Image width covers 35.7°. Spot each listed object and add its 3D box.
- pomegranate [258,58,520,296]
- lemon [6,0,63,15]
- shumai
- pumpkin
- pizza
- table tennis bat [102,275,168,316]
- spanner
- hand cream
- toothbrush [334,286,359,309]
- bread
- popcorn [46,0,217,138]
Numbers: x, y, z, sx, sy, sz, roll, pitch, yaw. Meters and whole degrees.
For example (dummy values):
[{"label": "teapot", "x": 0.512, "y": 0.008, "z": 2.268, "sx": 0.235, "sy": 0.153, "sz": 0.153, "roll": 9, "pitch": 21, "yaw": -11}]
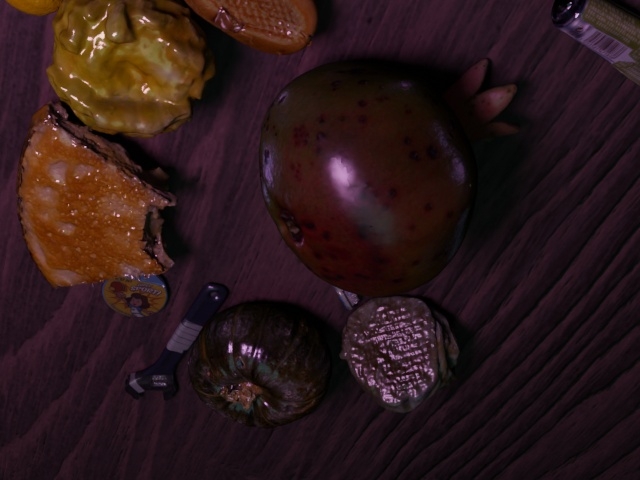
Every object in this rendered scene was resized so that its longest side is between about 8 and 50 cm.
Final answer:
[{"label": "pomegranate", "x": 0.072, "y": -0.105, "z": 1.216, "sx": 0.290, "sy": 0.323, "sz": 0.291, "roll": 25, "pitch": 154, "yaw": 14}, {"label": "lemon", "x": -0.333, "y": -0.294, "z": 1.133, "sx": 0.092, "sy": 0.065, "sz": 0.065, "roll": 35, "pitch": 125, "yaw": -20}, {"label": "shumai", "x": 0.127, "y": 0.172, "z": 1.555, "sx": 0.184, "sy": 0.184, "sz": 0.142, "roll": -10, "pitch": 163, "yaw": 10}, {"label": "pumpkin", "x": -0.093, "y": 0.196, "z": 1.535, "sx": 0.223, "sy": 0.157, "sz": 0.224, "roll": 7, "pitch": 129, "yaw": 8}, {"label": "pizza", "x": -0.299, "y": -0.048, "z": 1.352, "sx": 0.223, "sy": 0.089, "sz": 0.323, "roll": 11, "pitch": 135, "yaw": -1}, {"label": "table tennis bat", "x": -0.276, "y": 0.066, "z": 1.509, "sx": 0.100, "sy": 0.019, "sz": 0.155, "roll": 16, "pitch": 134, "yaw": -13}, {"label": "spanner", "x": -0.225, "y": 0.170, "z": 1.607, "sx": 0.087, "sy": 0.024, "sz": 0.316, "roll": 22, "pitch": 129, "yaw": -21}, {"label": "hand cream", "x": 0.365, "y": -0.238, "z": 1.191, "sx": 0.235, "sy": 0.055, "sz": 0.086, "roll": 21, "pitch": 134, "yaw": -28}, {"label": "toothbrush", "x": -0.005, "y": 0.002, "z": 1.437, "sx": 0.028, "sy": 0.026, "sz": 0.294, "roll": -29, "pitch": 130, "yaw": 2}, {"label": "bread", "x": -0.084, "y": -0.286, "z": 1.129, "sx": 0.189, "sy": 0.077, "sz": 0.114, "roll": 34, "pitch": 106, "yaw": -26}, {"label": "popcorn", "x": -0.219, "y": -0.211, "z": 1.155, "sx": 0.197, "sy": 0.155, "sz": 0.198, "roll": 0, "pitch": 118, "yaw": -1}]
